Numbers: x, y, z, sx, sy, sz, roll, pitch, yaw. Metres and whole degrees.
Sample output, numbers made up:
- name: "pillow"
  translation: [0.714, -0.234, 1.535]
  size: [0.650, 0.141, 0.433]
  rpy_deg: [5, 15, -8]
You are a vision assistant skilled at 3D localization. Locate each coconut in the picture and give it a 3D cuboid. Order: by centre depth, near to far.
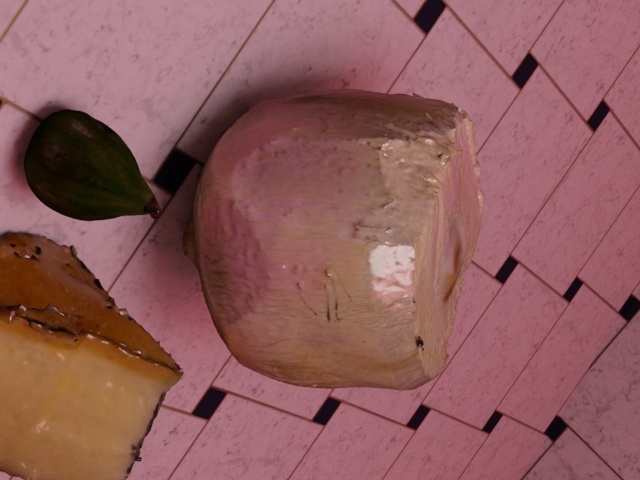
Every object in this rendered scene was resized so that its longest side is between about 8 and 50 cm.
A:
- name: "coconut"
  translation: [0.000, 0.000, 1.683]
  size: [0.405, 0.404, 0.404]
  rpy_deg: [-33, 142, -30]

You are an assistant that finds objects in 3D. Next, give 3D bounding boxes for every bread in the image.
- name: "bread"
  translation: [-0.345, 0.156, 1.446]
  size: [0.315, 0.279, 0.248]
  rpy_deg: [-19, 142, -59]

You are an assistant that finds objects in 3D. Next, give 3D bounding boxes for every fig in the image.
- name: "fig"
  translation: [-0.238, -0.068, 1.453]
  size: [0.117, 0.177, 0.117]
  rpy_deg: [-56, 162, -28]
